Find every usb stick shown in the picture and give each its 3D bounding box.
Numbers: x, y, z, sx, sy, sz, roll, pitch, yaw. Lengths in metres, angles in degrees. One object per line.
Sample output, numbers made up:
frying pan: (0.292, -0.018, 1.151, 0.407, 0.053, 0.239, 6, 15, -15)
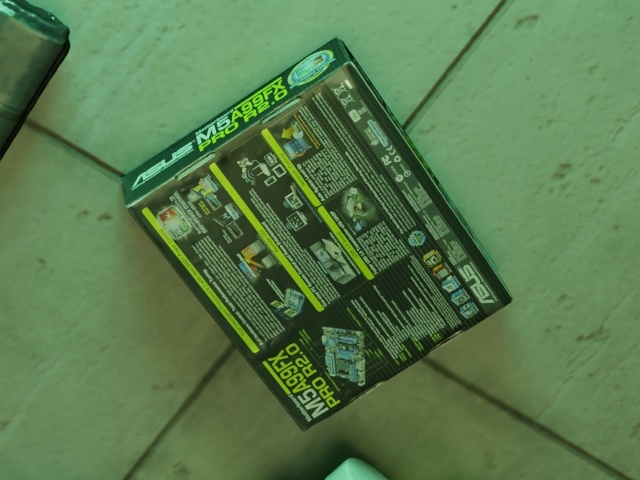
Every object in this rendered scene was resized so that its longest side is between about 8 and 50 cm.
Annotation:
usb stick: (-0.289, -0.069, 1.410, 0.077, 0.045, 0.278, 27, 109, -22)

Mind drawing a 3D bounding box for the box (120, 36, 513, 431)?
box: (0.000, 0.000, 1.491, 0.216, 0.060, 0.270, -33, 117, 8)

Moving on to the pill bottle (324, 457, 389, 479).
pill bottle: (-0.027, 0.310, 1.598, 0.136, 0.136, 0.246, 40, 104, -25)
